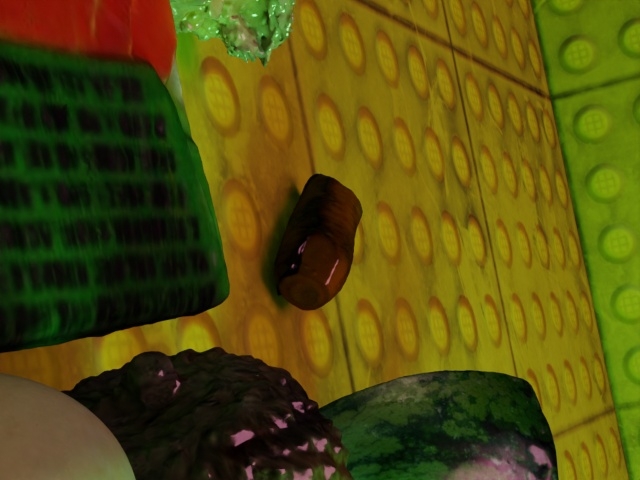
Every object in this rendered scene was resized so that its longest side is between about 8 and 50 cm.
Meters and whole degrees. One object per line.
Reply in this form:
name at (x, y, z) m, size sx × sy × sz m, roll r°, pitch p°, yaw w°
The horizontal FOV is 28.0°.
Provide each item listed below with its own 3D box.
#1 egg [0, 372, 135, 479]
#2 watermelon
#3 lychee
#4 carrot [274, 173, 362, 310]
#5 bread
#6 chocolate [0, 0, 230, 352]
egg at (-0.210, 0.163, 0.641) m, size 0.186 × 0.253 × 0.186 m, roll 163°, pitch -90°, yaw -71°
watermelon at (0.049, 0.290, 1.139) m, size 0.222 × 0.319 × 0.292 m, roll 29°, pitch 39°, yaw -41°
lychee at (-0.093, 0.199, 0.840) m, size 0.255 × 0.255 × 0.274 m, roll -52°, pitch 131°, yaw -61°
carrot at (0.000, 0.000, 1.370) m, size 0.082 × 0.082 × 0.173 m, roll 61°, pitch 31°, yaw -32°
bread at (-0.119, -0.301, 1.150) m, size 0.314 × 0.171 × 0.192 m, roll 38°, pitch 48°, yaw -57°
chocolate at (-0.226, -0.095, 0.809) m, size 0.360 × 0.161 × 0.341 m, roll -4°, pitch 82°, yaw -67°
